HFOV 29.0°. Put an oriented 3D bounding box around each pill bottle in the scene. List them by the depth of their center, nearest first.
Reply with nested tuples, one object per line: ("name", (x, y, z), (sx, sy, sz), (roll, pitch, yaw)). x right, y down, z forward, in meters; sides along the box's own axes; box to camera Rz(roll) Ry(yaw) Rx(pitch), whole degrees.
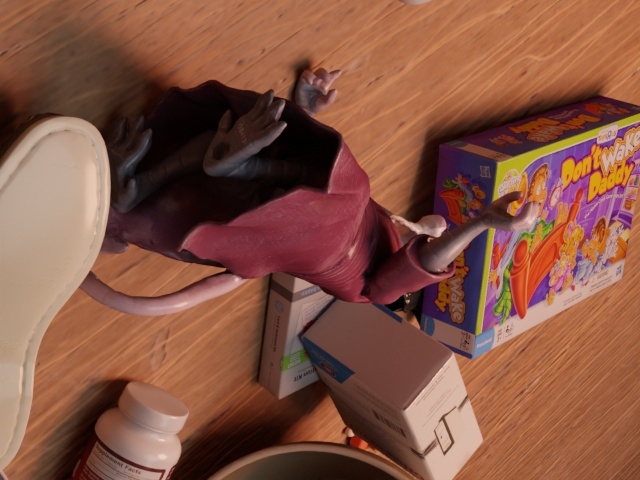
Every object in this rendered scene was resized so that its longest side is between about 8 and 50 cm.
("pill bottle", (-0.184, 0.214, 1.165), (0.086, 0.086, 0.152), (13, 107, -54))

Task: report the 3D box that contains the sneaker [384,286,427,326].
("sneaker", (0.102, 0.060, 1.424), (0.089, 0.051, 0.170), (-34, 135, -31))

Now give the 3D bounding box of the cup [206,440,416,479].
("cup", (0.008, 0.368, 1.370), (0.331, 0.331, 0.237), (-60, 173, 5))

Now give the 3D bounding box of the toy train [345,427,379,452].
("toy train", (0.104, 0.202, 1.544), (0.125, 0.046, 0.166), (13, 107, -54))

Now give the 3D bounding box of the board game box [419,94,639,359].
("board game box", (0.260, -0.026, 1.471), (0.347, 0.078, 0.233), (-20, 122, -46))

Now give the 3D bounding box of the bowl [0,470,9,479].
("bowl", (-0.329, 0.234, 1.034), (0.142, 0.053, 0.142), (-38, 141, -25))

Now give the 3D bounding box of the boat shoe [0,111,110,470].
("boat shoe", (-0.247, 0.035, 0.940), (0.109, 0.091, 0.305), (11, 109, -35))

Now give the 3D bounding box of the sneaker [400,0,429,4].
("sneaker", (0.156, -0.314, 1.141), (0.258, 0.094, 0.091), (-55, 141, -3))

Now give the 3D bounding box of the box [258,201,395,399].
("box", (0.006, 0.064, 1.319), (0.145, 0.038, 0.186), (-22, 134, -40))

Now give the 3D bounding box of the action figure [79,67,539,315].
("action figure", (0.000, 0.000, 1.075), (0.276, 0.248, 0.370), (-56, 143, 2))

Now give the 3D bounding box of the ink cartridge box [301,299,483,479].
("ink cartridge box", (0.080, 0.162, 1.325), (0.086, 0.148, 0.203), (-47, 146, -16))
